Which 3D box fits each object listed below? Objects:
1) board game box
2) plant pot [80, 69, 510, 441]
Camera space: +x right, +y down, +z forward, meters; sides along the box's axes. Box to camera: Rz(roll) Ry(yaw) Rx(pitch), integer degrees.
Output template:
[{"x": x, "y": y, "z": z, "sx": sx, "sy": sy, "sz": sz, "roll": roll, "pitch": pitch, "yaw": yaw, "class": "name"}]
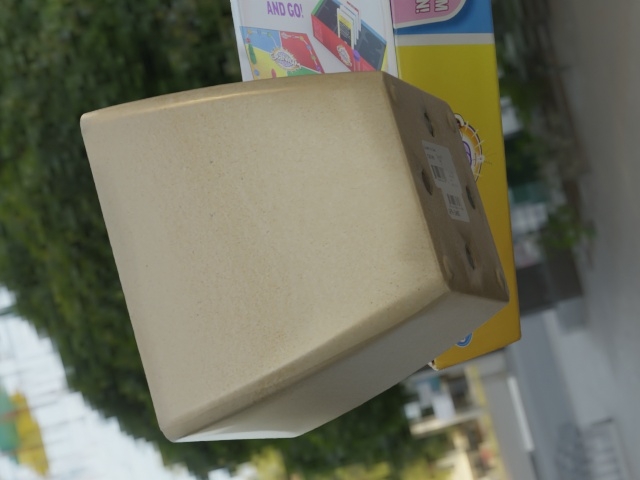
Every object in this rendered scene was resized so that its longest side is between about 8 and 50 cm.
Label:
[{"x": 0.023, "y": -0.109, "z": 1.112, "sx": 0.242, "sy": 0.064, "sz": 0.316, "roll": 36, "pitch": 138, "yaw": 57, "class": "board game box"}, {"x": 0.000, "y": 0.000, "z": 0.592, "sx": 0.109, "sy": 0.096, "sz": 0.109, "roll": 13, "pitch": -120, "yaw": -67, "class": "plant pot"}]
